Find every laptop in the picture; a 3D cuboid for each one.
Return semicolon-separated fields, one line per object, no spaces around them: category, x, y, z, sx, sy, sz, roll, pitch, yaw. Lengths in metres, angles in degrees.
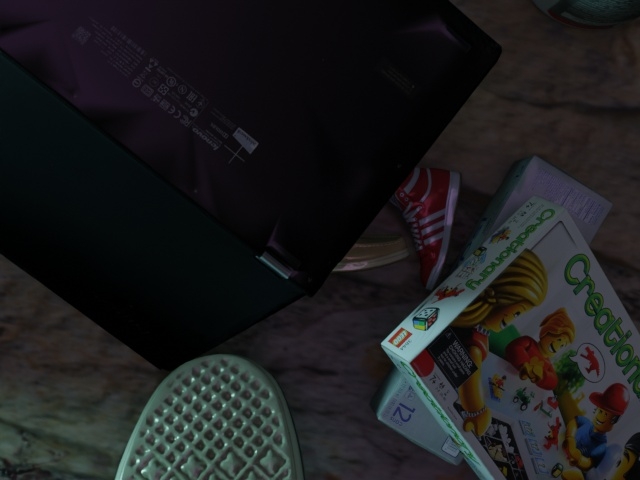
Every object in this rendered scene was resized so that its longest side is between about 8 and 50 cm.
laptop;-0.141;-0.127;1.127;0.382;0.236;0.408;39;88;-16

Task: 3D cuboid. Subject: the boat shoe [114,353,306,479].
boat shoe;-0.097;0.356;1.211;0.187;0.156;0.500;-3;83;2

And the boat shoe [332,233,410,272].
boat shoe;0.000;0.000;1.254;0.170;0.063;0.059;-4;96;-2

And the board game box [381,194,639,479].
board game box;0.205;0.134;1.186;0.193;0.053;0.305;-44;122;-11

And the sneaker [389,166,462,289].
sneaker;0.094;-0.014;1.268;0.067;0.042;0.118;12;82;-6

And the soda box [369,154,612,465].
soda box;0.159;0.064;1.243;0.091;0.098;0.286;31;89;-3

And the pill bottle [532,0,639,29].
pill bottle;0.273;-0.284;1.153;0.161;0.283;0.161;0;91;-2
